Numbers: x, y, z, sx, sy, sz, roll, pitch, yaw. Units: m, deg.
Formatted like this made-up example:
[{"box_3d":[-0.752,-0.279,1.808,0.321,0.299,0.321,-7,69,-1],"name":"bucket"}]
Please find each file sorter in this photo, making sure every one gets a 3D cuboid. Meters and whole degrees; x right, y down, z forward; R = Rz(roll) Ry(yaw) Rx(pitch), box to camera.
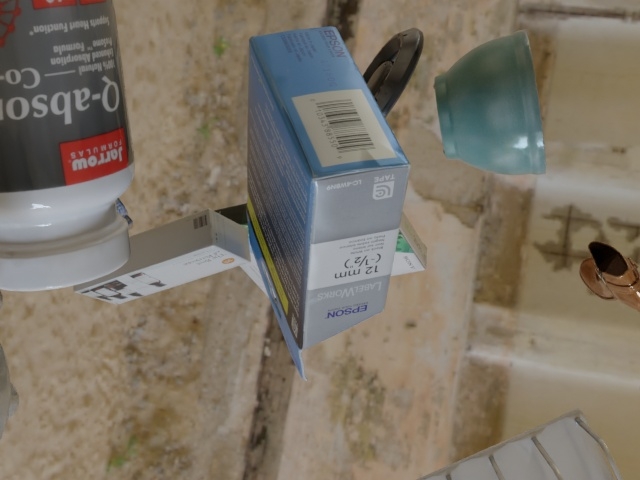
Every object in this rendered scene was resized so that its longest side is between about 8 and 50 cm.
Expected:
[{"box_3d":[0.264,0.373,1.157,0.173,0.278,0.192,3,63,-87],"name":"file sorter"}]

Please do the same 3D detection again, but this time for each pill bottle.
[{"box_3d":[-0.321,-0.143,1.011,0.210,0.210,0.362,-54,142,-66],"name":"pill bottle"}]

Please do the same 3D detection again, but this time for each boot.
[{"box_3d":[0.460,0.045,1.439,0.152,0.197,0.073,37,90,-35],"name":"boot"}]

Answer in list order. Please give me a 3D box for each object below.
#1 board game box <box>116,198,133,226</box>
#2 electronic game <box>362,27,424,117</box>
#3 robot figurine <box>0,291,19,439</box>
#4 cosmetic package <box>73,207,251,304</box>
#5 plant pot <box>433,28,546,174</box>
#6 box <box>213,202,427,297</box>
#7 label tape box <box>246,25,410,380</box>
[{"box_3d":[-0.427,0.004,1.601,0.194,0.060,0.194,-39,-177,-12],"name":"board game box"},{"box_3d":[0.110,-0.273,1.593,0.229,0.048,0.229,-54,-164,23],"name":"electronic game"},{"box_3d":[-0.399,0.130,0.743,0.300,0.200,0.353,-47,165,1],"name":"robot figurine"},{"box_3d":[-0.226,0.028,1.279,0.099,0.239,0.060,26,50,-60],"name":"cosmetic package"},{"box_3d":[0.338,-0.264,1.833,0.293,0.196,0.293,-8,90,-79],"name":"plant pot"},{"box_3d":[0.000,0.000,1.599,0.232,0.322,0.058,52,33,-46],"name":"box"},{"box_3d":[-0.006,-0.037,1.074,0.347,0.115,0.249,93,-20,-47],"name":"label tape box"}]
